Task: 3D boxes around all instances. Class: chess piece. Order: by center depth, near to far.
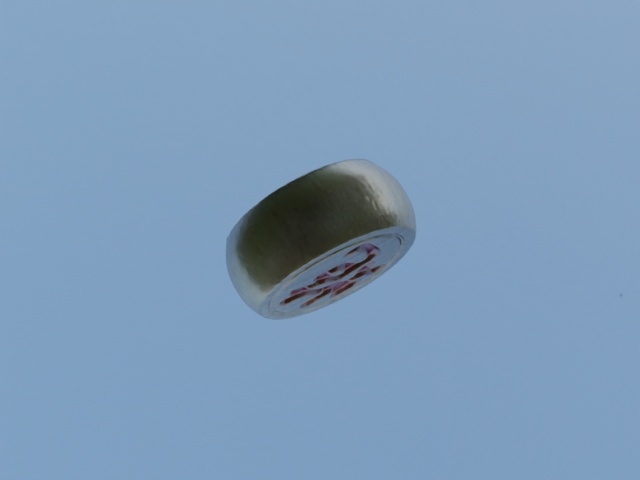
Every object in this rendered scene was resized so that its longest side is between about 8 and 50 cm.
[{"bbox_3d":[0.000,0.000,0.657,0.083,0.083,0.038,-30,-106,9],"label":"chess piece"}]
